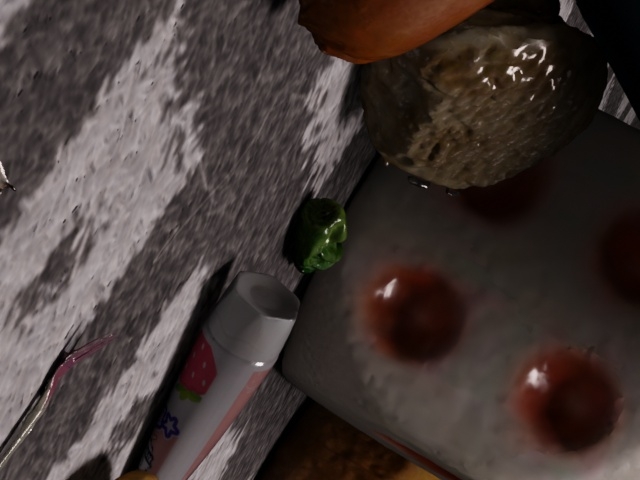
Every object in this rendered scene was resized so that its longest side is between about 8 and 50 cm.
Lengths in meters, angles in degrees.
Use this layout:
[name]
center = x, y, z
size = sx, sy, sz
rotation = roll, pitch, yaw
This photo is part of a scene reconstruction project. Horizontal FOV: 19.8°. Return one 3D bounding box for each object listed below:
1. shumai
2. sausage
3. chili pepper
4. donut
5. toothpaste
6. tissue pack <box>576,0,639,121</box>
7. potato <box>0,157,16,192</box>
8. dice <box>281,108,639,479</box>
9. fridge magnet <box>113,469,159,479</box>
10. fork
[shumai]
center = 0.084, -0.105, 1.000
size = 0.145, 0.145, 0.116
rotation = 103, -23, -57
[sausage]
center = 0.073, -0.144, 0.763
size = 0.197, 0.076, 0.076
rotation = -35, 171, 7
[chili pepper]
center = 0.000, 0.002, 1.063
size = 0.091, 0.030, 0.034
rotation = 92, 4, -72
[donut]
center = 0.015, 0.257, 1.482
size = 0.317, 0.150, 0.299
rotation = -55, 168, -22
[toothpaste]
center = -0.070, 0.100, 0.982
size = 0.194, 0.043, 0.067
rotation = -59, 174, 29
[tissue pack]
center = 0.333, -0.059, 1.011
size = 0.264, 0.416, 0.253
rotation = -24, -161, 16
[potato]
center = -0.105, -0.049, 0.445
size = 0.037, 0.036, 0.093
rotation = -20, 136, -12
[dice]
center = 0.145, 0.050, 1.244
size = 0.251, 0.259, 0.243
rotation = -59, 171, -8
[fridge magnet]
center = -0.115, 0.181, 0.911
size = 0.143, 0.063, 0.143
rotation = -60, 170, -18
[fork]
center = -0.123, 0.080, 0.757
size = 0.115, 0.012, 0.016
rotation = -53, 164, -14
